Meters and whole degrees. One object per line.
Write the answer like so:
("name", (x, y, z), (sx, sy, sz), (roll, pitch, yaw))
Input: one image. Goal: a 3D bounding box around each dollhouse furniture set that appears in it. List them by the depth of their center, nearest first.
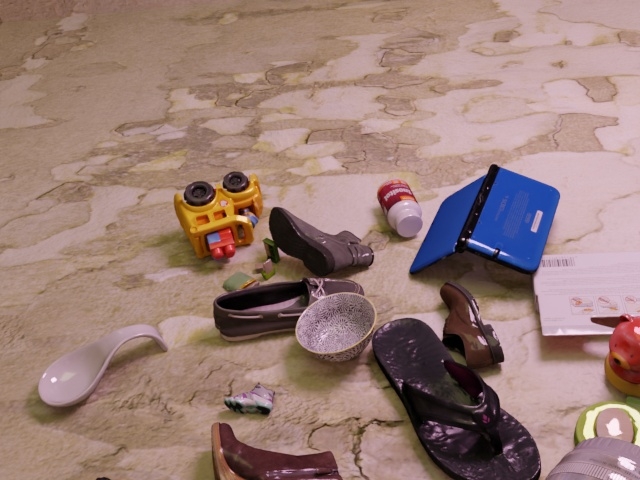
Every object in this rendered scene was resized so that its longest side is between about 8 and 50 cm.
("dollhouse furniture set", (-0.160, 0.062, 1.777), (0.076, 0.058, 0.152), (26, 52, 38))

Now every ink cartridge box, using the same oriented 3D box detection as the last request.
("ink cartridge box", (0.574, 0.120, 1.524), (0.275, 0.060, 0.239), (-3, 41, 11))

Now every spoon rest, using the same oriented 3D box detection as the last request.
("spoon rest", (-0.466, 0.256, 1.602), (0.276, 0.084, 0.137), (-28, 42, -20))

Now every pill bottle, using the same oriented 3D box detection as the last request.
("pill bottle", (0.196, -0.079, 1.837), (0.086, 0.086, 0.152), (-15, 39, -4))

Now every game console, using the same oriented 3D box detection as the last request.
("game console", (0.376, -0.019, 1.720), (0.250, 0.173, 0.293), (23, 48, 10))

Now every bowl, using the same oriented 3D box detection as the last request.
("bowl", (0.040, 0.193, 1.546), (0.170, 0.080, 0.170), (-13, 37, 10))

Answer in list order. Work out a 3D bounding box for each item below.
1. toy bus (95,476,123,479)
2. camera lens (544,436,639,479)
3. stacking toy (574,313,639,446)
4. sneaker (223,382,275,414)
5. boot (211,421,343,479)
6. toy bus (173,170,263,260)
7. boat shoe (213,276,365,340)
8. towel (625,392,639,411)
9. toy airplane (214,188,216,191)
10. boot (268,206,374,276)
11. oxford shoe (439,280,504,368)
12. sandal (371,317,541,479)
("toy bus", (-0.353, 0.451, 1.260), (0.202, 0.191, 0.104), (-38, 15, 46))
("camera lens", (0.384, 0.442, 1.055), (0.219, 0.219, 0.274), (23, 50, 35))
("stacking toy", (0.583, 0.275, 1.255), (0.309, 0.130, 0.279), (26, 59, 38))
("sneaker", (-0.137, 0.307, 1.497), (0.098, 0.038, 0.069), (7, 40, 8))
("boot", (-0.081, 0.407, 1.346), (0.207, 0.090, 0.248), (-9, 36, -16))
("toy bus", (-0.230, -0.043, 1.871), (0.220, 0.149, 0.211), (-18, 53, -12))
("boat shoe", (-0.069, 0.135, 1.637), (0.335, 0.095, 0.112), (-14, 39, -2))
("towel", (0.627, 0.281, 1.345), (0.152, 0.023, 0.113), (9, 43, 24))
("toy airplane", (-0.282, -0.105, 2.033), (0.151, 0.028, 0.151), (-7, 38, 6))
("boot", (0.000, 0.000, 1.776), (0.161, 0.083, 0.246), (-10, 40, -42))
("oxford shoe", (0.280, 0.166, 1.526), (0.096, 0.082, 0.227), (-19, 38, -2))
("sandal", (0.223, 0.278, 1.382), (0.168, 0.107, 0.446), (-25, 40, -16))
